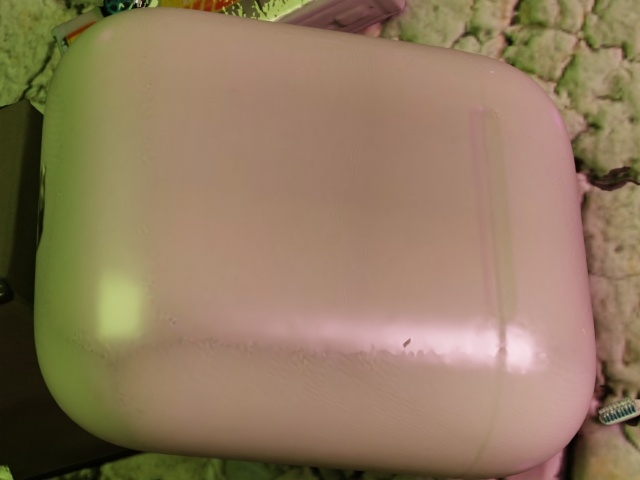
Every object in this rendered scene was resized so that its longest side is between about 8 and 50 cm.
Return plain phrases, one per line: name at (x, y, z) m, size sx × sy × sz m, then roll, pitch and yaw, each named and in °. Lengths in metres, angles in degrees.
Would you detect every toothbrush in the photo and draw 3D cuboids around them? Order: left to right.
toothbrush at (0.266, 0.072, 1.004) m, size 0.204 × 0.022 × 0.017 m, roll -24°, pitch 61°, yaw 11°

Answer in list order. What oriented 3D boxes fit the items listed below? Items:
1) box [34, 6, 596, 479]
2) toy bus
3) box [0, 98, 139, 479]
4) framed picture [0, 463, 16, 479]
box at (0.000, 0.001, 1.011) m, size 0.349 × 0.141 × 0.289 m, roll 7°, pitch 61°, yaw -17°
toy bus at (-0.070, -0.171, 1.248) m, size 0.268 × 0.092 × 0.106 m, roll -24°, pitch 68°, yaw 14°
box at (-0.209, 0.045, 1.109) m, size 0.188 × 0.252 × 0.153 m, roll -17°, pitch 57°, yaw 22°
framed picture at (-0.232, 0.307, 1.022) m, size 0.217 × 0.017 × 0.274 m, roll -35°, pitch 66°, yaw 11°
